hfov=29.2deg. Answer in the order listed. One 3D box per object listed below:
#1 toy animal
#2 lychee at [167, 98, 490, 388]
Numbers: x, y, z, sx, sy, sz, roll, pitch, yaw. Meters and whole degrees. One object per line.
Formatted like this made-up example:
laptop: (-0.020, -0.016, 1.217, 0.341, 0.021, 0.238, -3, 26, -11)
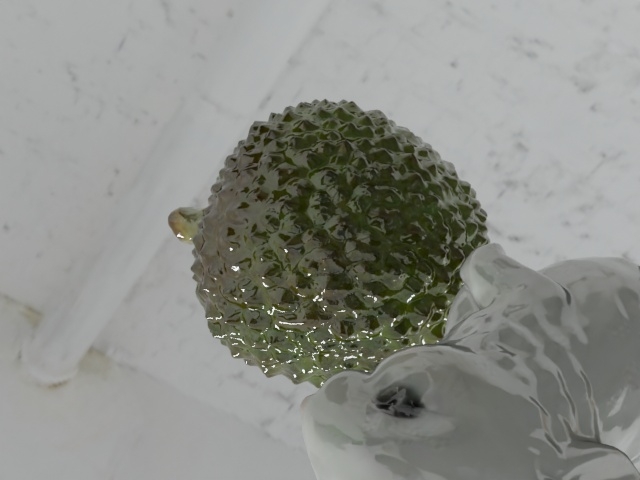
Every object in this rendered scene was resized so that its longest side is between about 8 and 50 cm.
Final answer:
toy animal: (0.157, 0.122, 0.806, 0.357, 0.194, 0.258, -26, -105, -46)
lychee: (0.009, 0.004, 1.123, 0.270, 0.270, 0.320, -12, -132, -42)
